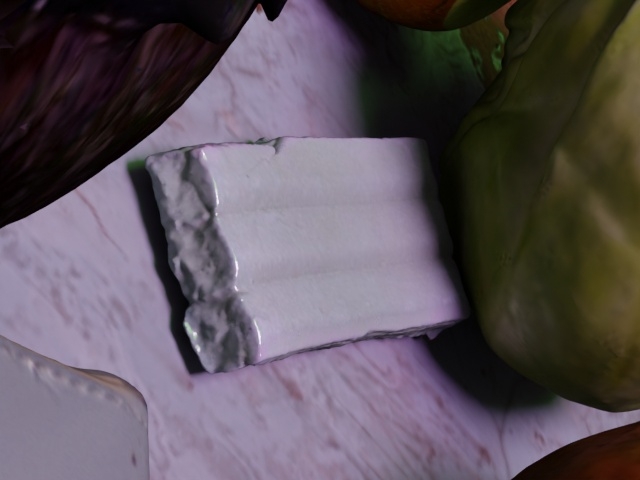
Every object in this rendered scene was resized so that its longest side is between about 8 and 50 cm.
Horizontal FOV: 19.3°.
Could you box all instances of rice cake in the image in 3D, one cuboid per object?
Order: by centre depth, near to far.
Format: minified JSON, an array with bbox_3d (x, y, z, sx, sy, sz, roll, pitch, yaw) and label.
[{"bbox_3d":[0.000,0.000,0.999,0.237,0.043,0.127,-2,74,-57],"label":"rice cake"}]

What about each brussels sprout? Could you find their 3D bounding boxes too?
[{"bbox_3d":[0.200,-0.056,1.106,0.247,0.328,0.328,39,37,-4],"label":"brussels sprout"}]

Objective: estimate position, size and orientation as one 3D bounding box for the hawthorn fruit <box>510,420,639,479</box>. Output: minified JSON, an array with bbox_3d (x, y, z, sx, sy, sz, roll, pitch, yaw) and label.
[{"bbox_3d":[0.205,0.214,0.922,0.308,0.325,0.308,43,11,-10],"label":"hawthorn fruit"}]

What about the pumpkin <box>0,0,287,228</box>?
[{"bbox_3d":[-0.188,-0.196,0.557,0.454,0.344,0.454,-19,90,-74],"label":"pumpkin"}]

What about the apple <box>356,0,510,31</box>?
[{"bbox_3d":[0.077,-0.210,1.124,0.147,0.163,0.146,-20,70,-38],"label":"apple"}]

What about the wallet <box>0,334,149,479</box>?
[{"bbox_3d":[-0.138,0.185,0.650,0.252,0.083,0.360,35,43,-49],"label":"wallet"}]
